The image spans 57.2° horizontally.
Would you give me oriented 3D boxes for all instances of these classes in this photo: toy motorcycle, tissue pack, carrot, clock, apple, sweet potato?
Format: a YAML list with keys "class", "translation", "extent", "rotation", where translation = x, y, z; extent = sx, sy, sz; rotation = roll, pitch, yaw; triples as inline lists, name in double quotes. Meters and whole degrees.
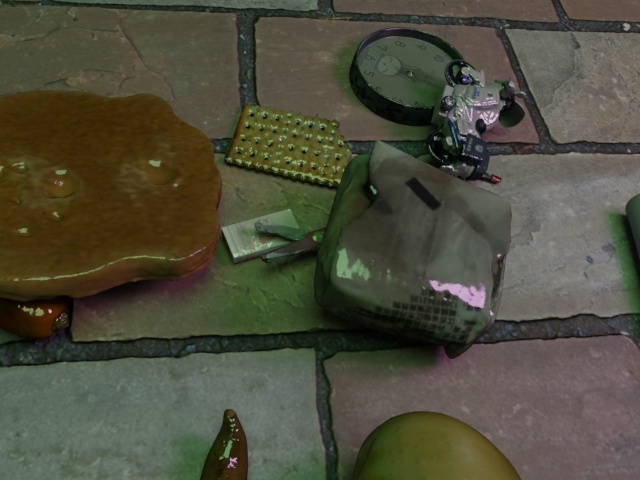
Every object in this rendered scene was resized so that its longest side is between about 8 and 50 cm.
- class: "toy motorcycle"
  translation: [0.253, -0.191, 0.954]
  extent: [0.150, 0.102, 0.221]
  rotation: [22, 66, -8]
- class: "tissue pack"
  translation: [-0.082, -0.007, 0.839]
  extent: [0.108, 0.023, 0.056]
  rotation: [-15, 63, -18]
- class: "carrot"
  translation: [-0.413, 0.061, 0.724]
  extent: [0.225, 0.067, 0.067]
  rotation: [23, 58, 8]
- class: "clock"
  translation: [0.160, -0.298, 1.049]
  extent: [0.215, 0.042, 0.214]
  rotation: [4, 57, -7]
- class: "apple"
  translation: [0.117, 0.275, 0.600]
  extent: [0.200, 0.200, 0.200]
  rotation: [4, 58, -6]
- class: "sweet potato"
  translation: [-0.093, 0.310, 0.621]
  extent: [0.069, 0.059, 0.249]
  rotation: [-4, 62, -26]

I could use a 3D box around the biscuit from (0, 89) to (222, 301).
- class: "biscuit"
  translation: [-0.323, -0.078, 0.804]
  extent: [0.365, 0.062, 0.385]
  rotation: [-8, 49, -18]

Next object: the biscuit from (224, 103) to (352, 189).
- class: "biscuit"
  translation: [-0.042, -0.155, 0.943]
  extent: [0.203, 0.016, 0.144]
  rotation: [11, 57, -1]

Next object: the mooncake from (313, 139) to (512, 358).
- class: "mooncake"
  translation: [0.124, 0.018, 0.783]
  extent: [0.255, 0.136, 0.250]
  rotation: [23, 56, -4]

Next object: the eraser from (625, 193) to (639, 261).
- class: "eraser"
  translation: [0.566, 0.039, 0.876]
  extent: [0.174, 0.081, 0.226]
  rotation: [7, 58, -4]

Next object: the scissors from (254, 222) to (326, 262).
- class: "scissors"
  translation: [0.000, 0.000, 0.832]
  extent: [0.187, 0.020, 0.133]
  rotation: [-2, 63, -22]
